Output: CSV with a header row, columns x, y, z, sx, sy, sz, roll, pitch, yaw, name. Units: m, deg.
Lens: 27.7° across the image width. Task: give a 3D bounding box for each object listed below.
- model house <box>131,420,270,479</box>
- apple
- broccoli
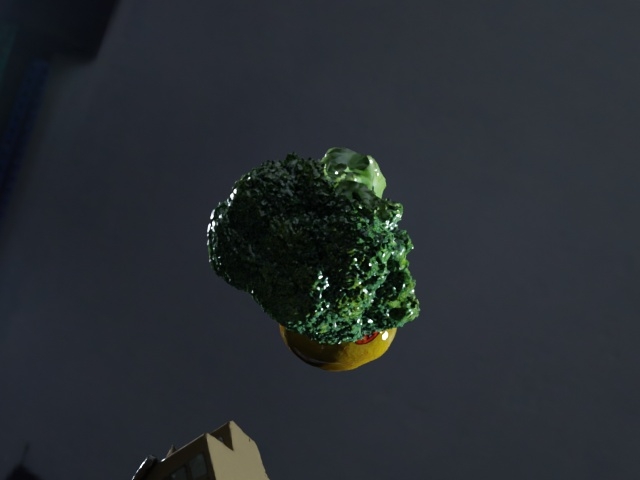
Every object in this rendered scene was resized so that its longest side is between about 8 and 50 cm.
x,y,z,sx,sy,sz,roll,pitch,yaw,name
-0.163,0.316,1.345,0.181,0.248,0.176,47,-164,-40,model house
0.032,0.126,2.037,0.155,0.182,0.182,49,178,-9,apple
0.000,0.000,1.457,0.261,0.241,0.269,16,136,24,broccoli
